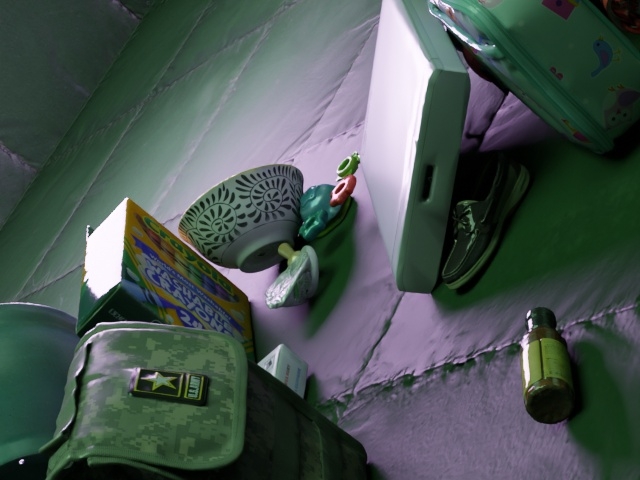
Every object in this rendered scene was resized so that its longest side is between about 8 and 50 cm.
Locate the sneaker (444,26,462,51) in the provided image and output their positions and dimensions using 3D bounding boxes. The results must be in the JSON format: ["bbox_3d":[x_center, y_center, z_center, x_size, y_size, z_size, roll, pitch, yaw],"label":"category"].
[{"bbox_3d":[0.253,-0.327,2.035,0.300,0.111,0.121,-46,8,-4],"label":"sneaker"}]

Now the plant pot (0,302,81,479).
[{"bbox_3d":[-0.375,0.248,2.138,0.293,0.293,0.196,-45,45,16],"label":"plant pot"}]

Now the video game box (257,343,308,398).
[{"bbox_3d":[-0.101,0.227,1.838,0.205,0.048,0.187,-41,18,27],"label":"video game box"}]

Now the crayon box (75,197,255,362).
[{"bbox_3d":[-0.178,0.074,2.067,0.083,0.203,0.323,-46,19,12],"label":"crayon box"}]

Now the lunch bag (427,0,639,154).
[{"bbox_3d":[0.196,-0.201,1.694,0.108,0.224,0.279,-48,19,5],"label":"lunch bag"}]

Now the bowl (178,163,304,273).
[{"bbox_3d":[-0.081,-0.012,2.166,0.170,0.080,0.170,-24,-22,-10],"label":"bowl"}]

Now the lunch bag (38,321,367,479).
[{"bbox_3d":[-0.100,0.201,1.503,0.169,0.287,0.235,-45,18,18],"label":"lunch bag"}]

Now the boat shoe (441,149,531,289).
[{"bbox_3d":[0.151,-0.021,1.725,0.056,0.049,0.152,-20,35,56],"label":"boat shoe"}]

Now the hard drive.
[{"bbox_3d":[0.094,-0.121,1.877,0.353,0.047,0.233,-101,17,-67],"label":"hard drive"}]

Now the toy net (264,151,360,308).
[{"bbox_3d":[0.000,0.000,2.059,0.122,0.045,0.232,-33,26,37],"label":"toy net"}]

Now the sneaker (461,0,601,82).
[{"bbox_3d":[0.265,-0.287,1.902,0.276,0.097,0.135,-55,18,-7],"label":"sneaker"}]

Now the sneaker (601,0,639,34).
[{"bbox_3d":[0.274,-0.273,1.735,0.270,0.090,0.145,2,52,30],"label":"sneaker"}]

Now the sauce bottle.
[{"bbox_3d":[0.182,0.097,1.433,0.042,0.042,0.128,-42,18,25],"label":"sauce bottle"}]
